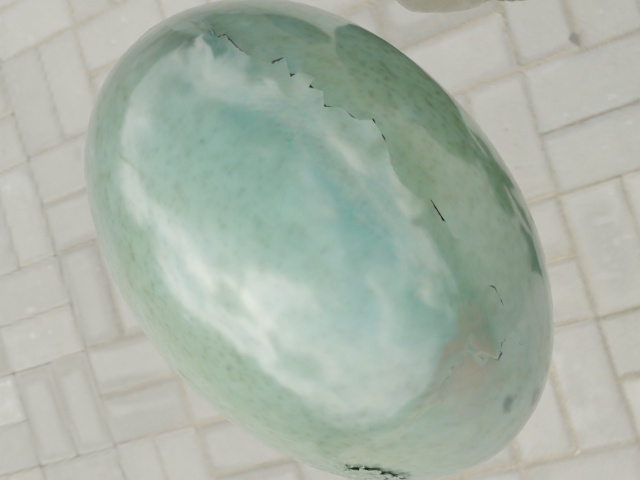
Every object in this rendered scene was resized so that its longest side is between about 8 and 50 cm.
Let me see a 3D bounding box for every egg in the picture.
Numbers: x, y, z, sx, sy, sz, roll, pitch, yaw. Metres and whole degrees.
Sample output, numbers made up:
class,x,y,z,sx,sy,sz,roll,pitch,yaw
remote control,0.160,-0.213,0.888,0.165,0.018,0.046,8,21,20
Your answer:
class,x,y,z,sx,sy,sz,roll,pitch,yaw
egg,0.000,0.000,0.457,0.236,0.169,0.169,45,111,9

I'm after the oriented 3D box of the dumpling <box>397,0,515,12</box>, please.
class,x,y,z,sx,sy,sz,roll,pitch,yaw
dumpling,0.126,-0.224,0.521,0.204,0.293,0.163,-4,72,2
